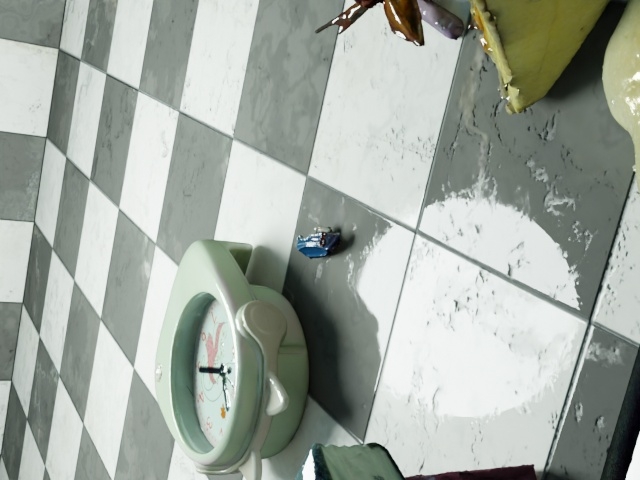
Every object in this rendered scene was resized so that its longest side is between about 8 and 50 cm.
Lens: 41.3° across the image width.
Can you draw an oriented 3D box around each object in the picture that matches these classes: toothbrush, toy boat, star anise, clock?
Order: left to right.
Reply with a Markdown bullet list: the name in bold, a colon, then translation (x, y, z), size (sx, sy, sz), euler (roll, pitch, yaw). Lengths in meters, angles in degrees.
- **clock**: translation (-0.115, 0.172, 1.124), size (0.324, 0.108, 0.265), euler (47, 124, 50)
- **toy boat**: translation (0.000, 0.000, 1.029), size (0.083, 0.038, 0.038), euler (-11, 76, 59)
- **toothbrush**: translation (0.060, -0.302, 0.971), size (0.354, 0.029, 0.024), euler (-127, 36, -48)
- **star anise**: translation (0.066, -0.265, 0.896), size (0.144, 0.140, 0.158), euler (86, -169, -80)

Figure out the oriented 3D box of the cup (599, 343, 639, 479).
- **cup**: translation (0.284, 0.118, 0.469), size (0.166, 0.239, 0.177), euler (8, -87, -79)

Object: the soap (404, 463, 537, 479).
- **soap**: translation (0.094, 0.384, 0.722), size (0.233, 0.128, 0.359), euler (-31, 59, 55)

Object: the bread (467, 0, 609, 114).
- **bread**: translation (0.121, -0.226, 0.718), size (0.178, 0.135, 0.240), euler (109, 149, -55)

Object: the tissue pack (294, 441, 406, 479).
- **tissue pack**: translation (0.008, 0.316, 0.679), size (0.185, 0.081, 0.257), euler (57, 132, 47)

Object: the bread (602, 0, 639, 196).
- **bread**: translation (0.281, -0.129, 0.522), size (0.316, 0.054, 0.316), euler (-178, 90, -68)
